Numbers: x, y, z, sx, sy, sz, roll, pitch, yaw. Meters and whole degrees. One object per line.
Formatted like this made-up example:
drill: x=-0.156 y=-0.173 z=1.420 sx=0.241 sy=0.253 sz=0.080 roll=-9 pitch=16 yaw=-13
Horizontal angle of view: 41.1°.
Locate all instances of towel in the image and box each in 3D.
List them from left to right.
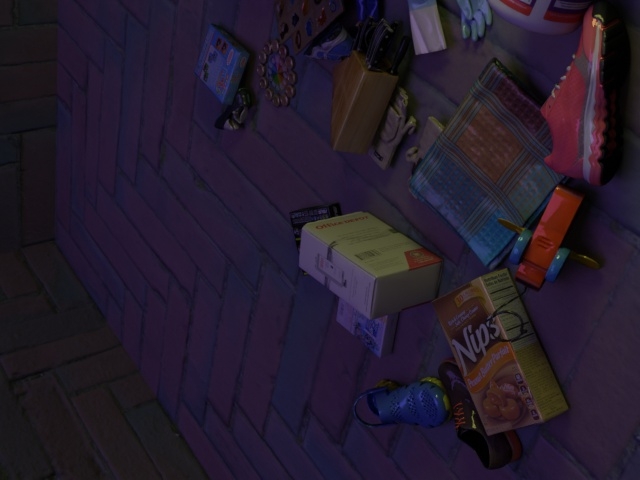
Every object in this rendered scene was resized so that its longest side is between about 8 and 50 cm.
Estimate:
towel: x=0.340 y=-0.141 z=1.704 sx=0.271 sy=0.040 sz=0.370 roll=48 pitch=139 yaw=17

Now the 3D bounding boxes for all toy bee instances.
toy bee: x=0.409 y=0.027 z=1.627 sx=0.298 sy=0.162 sz=0.195 roll=-45 pitch=79 yaw=19

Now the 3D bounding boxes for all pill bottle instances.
pill bottle: x=0.401 y=-0.510 z=1.381 sx=0.181 sy=0.181 sz=0.323 roll=50 pitch=139 yaw=32

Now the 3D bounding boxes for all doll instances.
doll: x=0.100 y=-0.577 z=1.910 sx=0.129 sy=0.046 sz=0.189 roll=22 pitch=121 yaw=49

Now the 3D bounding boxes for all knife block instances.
knife block: x=0.112 y=-0.345 z=1.885 sx=0.242 sy=0.088 sz=0.275 roll=168 pitch=106 yaw=-66

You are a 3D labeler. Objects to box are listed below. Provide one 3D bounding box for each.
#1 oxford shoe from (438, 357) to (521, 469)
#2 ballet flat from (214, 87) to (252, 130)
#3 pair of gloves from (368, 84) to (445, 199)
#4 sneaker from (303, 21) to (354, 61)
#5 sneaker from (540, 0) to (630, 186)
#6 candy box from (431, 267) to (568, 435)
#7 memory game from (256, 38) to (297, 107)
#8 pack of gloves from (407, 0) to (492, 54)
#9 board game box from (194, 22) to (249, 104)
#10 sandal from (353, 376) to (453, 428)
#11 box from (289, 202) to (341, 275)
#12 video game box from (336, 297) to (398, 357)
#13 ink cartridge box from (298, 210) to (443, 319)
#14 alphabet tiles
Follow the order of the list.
oxford shoe: x=0.335 y=0.382 z=1.903 sx=0.271 sy=0.098 sz=0.097 roll=55 pitch=142 yaw=26
ballet flat: x=-0.252 y=-0.362 z=2.486 sx=0.203 sy=0.074 sz=0.074 roll=-43 pitch=68 yaw=51
pair of gloves: x=0.203 y=-0.215 z=1.911 sx=0.240 sy=0.042 sz=0.204 roll=47 pitch=141 yaw=38
sneaker: x=0.024 y=-0.456 z=2.037 sx=0.081 sy=0.080 sz=0.211 roll=37 pitch=174 yaw=-19
sneaker: x=0.439 y=-0.249 z=1.460 sx=0.136 sy=0.116 sz=0.313 roll=12 pitch=113 yaw=37
candy box: x=0.373 y=0.238 z=1.801 sx=0.183 sy=0.088 sz=0.316 roll=-37 pitch=72 yaw=54
memory game: x=-0.119 y=-0.451 z=2.308 sx=0.186 sy=0.012 sz=0.186 roll=26 pitch=123 yaw=49
pack of gloves: x=0.260 y=-0.508 z=1.728 sx=0.195 sy=0.046 sz=0.232 roll=-1 pitch=105 yaw=44
board game box: x=-0.287 y=-0.508 z=2.452 sx=0.211 sy=0.039 sz=0.160 roll=50 pitch=126 yaw=44
sandal: x=0.194 y=0.410 z=2.088 sx=0.317 sy=0.138 sz=0.126 roll=-21 pitch=83 yaw=54
box: x=0.000 y=0.000 z=2.288 sx=0.191 sy=0.045 sz=0.184 roll=-8 pitch=99 yaw=55
video game box: x=0.122 y=0.164 z=2.173 sx=0.187 sy=0.048 sz=0.205 roll=40 pitch=134 yaw=43
ink cartridge box: x=0.112 y=0.051 z=1.998 sx=0.283 sy=0.207 sz=0.117 roll=35 pitch=128 yaw=44
alphabet tiles: x=-0.026 y=-0.625 z=2.053 sx=0.342 sy=0.011 sz=0.285 roll=-28 pitch=68 yaw=55
